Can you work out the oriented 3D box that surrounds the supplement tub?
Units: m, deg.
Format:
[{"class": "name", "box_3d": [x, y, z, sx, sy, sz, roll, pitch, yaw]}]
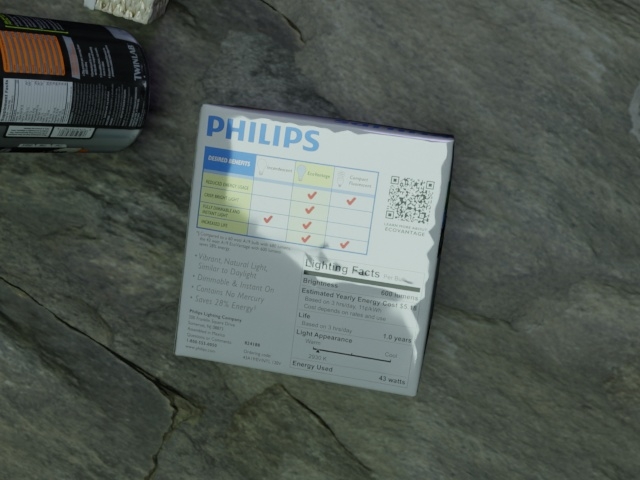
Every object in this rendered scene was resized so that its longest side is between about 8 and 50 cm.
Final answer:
[{"class": "supplement tub", "box_3d": [-0.420, -0.221, 1.254, 0.193, 0.316, 0.194, 5, 96, 46]}]

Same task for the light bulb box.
[{"class": "light bulb box", "box_3d": [0.000, 0.000, 1.297, 0.357, 0.225, 0.361, 9, 100, 7]}]

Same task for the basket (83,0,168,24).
[{"class": "basket", "box_3d": [-0.271, -0.415, 1.308, 0.103, 0.113, 0.167, 21, 116, -3]}]
